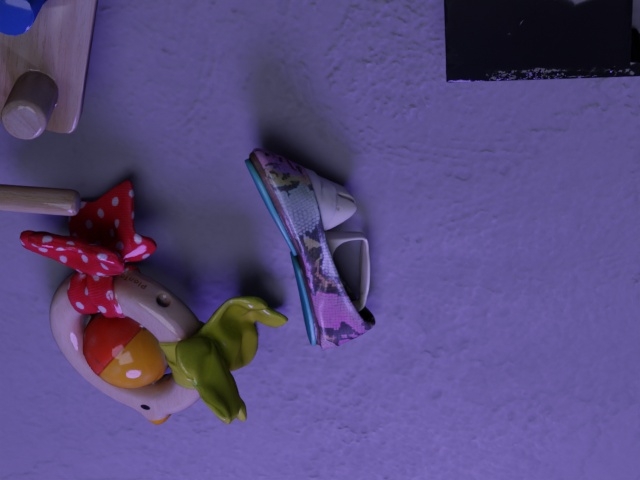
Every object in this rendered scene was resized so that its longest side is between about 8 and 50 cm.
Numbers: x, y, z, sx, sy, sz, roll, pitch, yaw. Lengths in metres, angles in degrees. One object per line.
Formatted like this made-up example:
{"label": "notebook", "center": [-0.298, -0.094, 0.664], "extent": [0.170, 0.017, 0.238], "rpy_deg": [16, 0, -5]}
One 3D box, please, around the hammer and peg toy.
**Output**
{"label": "hammer and peg toy", "center": [-0.301, -0.173, 1.224], "extent": [0.266, 0.127, 0.361], "rpy_deg": [11, 124, -3]}

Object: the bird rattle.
{"label": "bird rattle", "center": [-0.171, 0.080, 1.381], "extent": [0.253, 0.143, 0.207], "rpy_deg": [31, 137, -10]}

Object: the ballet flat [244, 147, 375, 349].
{"label": "ballet flat", "center": [0.000, 0.000, 1.343], "extent": [0.079, 0.077, 0.221], "rpy_deg": [-21, 125, -2]}

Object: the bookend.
{"label": "bookend", "center": [0.171, -0.207, 1.180], "extent": [0.156, 0.072, 0.157], "rpy_deg": [-2, 122, 7]}
